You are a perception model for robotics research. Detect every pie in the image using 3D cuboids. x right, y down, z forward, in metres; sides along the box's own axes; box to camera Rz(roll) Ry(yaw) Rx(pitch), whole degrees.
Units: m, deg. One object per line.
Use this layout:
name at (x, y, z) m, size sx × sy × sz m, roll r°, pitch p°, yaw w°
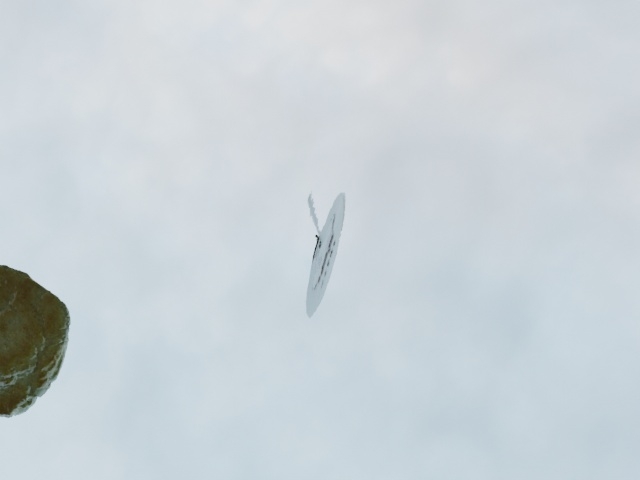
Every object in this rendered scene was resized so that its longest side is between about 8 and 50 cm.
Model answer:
pie at (-0.572, 0.166, 1.114) m, size 0.275 × 0.105 × 0.257 m, roll 10°, pitch -96°, yaw -7°

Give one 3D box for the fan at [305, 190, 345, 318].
fan at (-0.001, 0.000, 0.888) m, size 0.009 × 0.329 × 0.190 m, roll 15°, pitch -104°, yaw 10°
